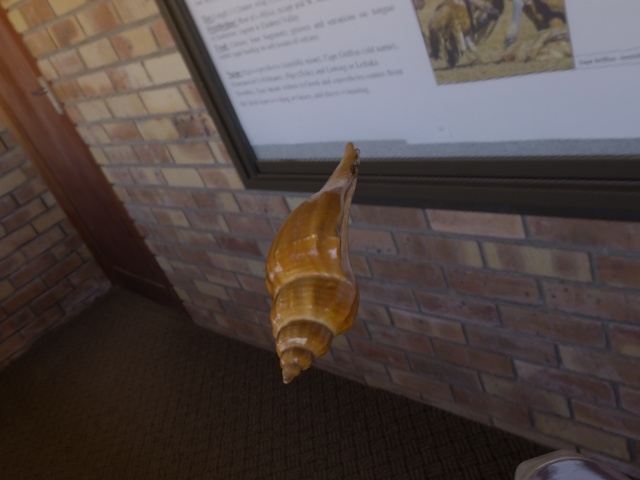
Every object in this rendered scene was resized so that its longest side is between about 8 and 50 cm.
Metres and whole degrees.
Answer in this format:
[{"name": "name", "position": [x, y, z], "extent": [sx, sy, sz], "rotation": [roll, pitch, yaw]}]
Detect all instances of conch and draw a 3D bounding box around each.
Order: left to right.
[{"name": "conch", "position": [-0.005, 0.001, 0.607], "extent": [0.093, 0.109, 0.330], "rotation": [-10, 45, 18]}]

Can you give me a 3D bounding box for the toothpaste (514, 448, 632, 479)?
[{"name": "toothpaste", "position": [0.137, 0.150, 0.237], "extent": [0.125, 0.080, 0.371], "rotation": [-5, -13, 9]}]
